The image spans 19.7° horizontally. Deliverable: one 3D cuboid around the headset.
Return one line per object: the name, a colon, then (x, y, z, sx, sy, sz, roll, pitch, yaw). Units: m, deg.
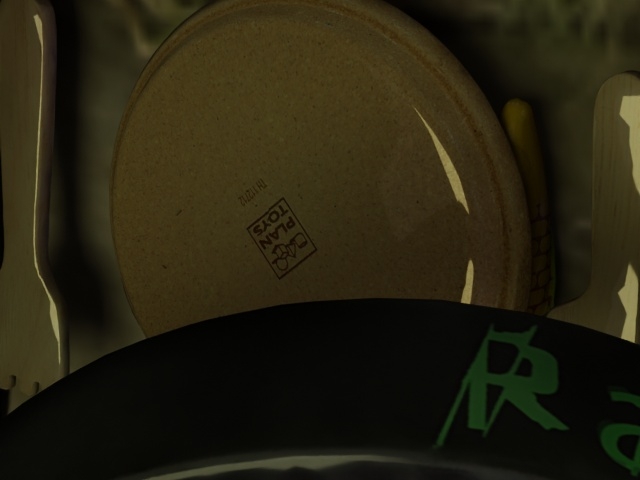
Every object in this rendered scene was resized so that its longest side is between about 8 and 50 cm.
headset: (-0.021, 0.157, 0.466, 0.243, 0.185, 0.394, 31, 122, -15)

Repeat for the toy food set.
toy food set: (0.000, 0.000, 0.464, 0.192, 0.038, 0.132, 13, 108, 30)

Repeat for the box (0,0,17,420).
box: (-0.173, 0.017, 0.472, 0.103, 0.184, 0.261, 18, 117, 21)
